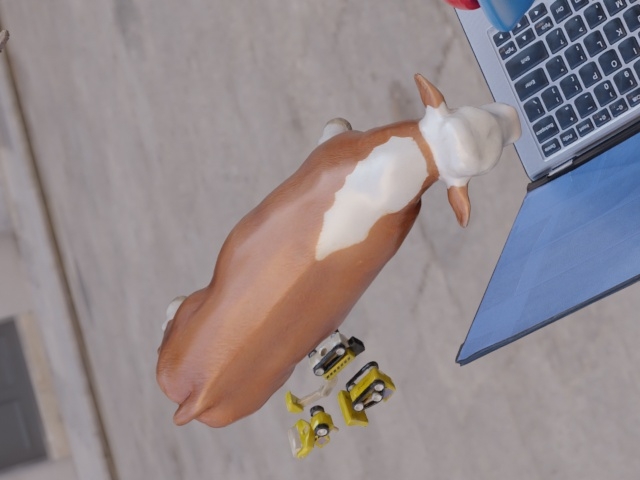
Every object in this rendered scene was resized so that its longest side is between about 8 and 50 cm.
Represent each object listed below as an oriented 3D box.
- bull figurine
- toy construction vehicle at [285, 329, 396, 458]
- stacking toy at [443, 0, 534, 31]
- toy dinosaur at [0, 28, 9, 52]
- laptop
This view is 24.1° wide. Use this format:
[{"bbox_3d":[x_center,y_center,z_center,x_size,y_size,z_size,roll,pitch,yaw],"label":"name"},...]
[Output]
[{"bbox_3d":[0.000,0.000,1.038,0.101,0.310,0.188,46,-179,-9],"label":"bull figurine"},{"bbox_3d":[0.014,0.116,1.128,0.098,0.035,0.086,-48,36,20],"label":"toy construction vehicle"},{"bbox_3d":[0.017,-0.258,1.159,0.166,0.302,0.175,47,-130,-58],"label":"stacking toy"},{"bbox_3d":[-0.379,-0.083,1.455,0.200,0.295,0.127,41,-175,-37],"label":"toy dinosaur"},{"bbox_3d":[0.236,-0.166,1.248,0.382,0.236,0.408,-32,75,40],"label":"laptop"}]
